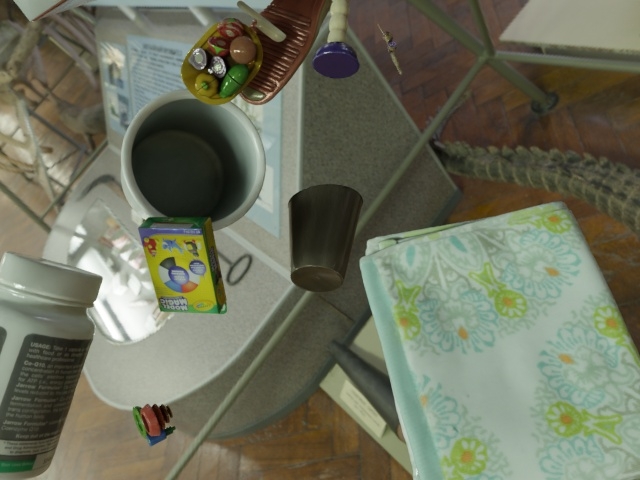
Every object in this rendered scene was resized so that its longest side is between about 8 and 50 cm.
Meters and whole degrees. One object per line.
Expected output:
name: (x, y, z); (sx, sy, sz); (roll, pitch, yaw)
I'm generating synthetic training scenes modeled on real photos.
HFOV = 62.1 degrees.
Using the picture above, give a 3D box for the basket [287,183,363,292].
basket: (0.000, 0.000, 1.307); (0.204, 0.154, 0.226); (-12, 52, 27)

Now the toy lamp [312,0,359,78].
toy lamp: (0.032, -0.388, 0.803); (0.080, 0.080, 0.274); (-8, 73, 37)

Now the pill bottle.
pill bottle: (-0.530, 0.214, 0.947); (0.204, 0.204, 0.361); (9, 80, 45)

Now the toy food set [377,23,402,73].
toy food set: (0.180, -0.487, 1.339); (0.019, 0.122, 0.078); (-26, 47, 11)

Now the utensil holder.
utensil holder: (-0.353, -0.181, 1.377); (0.327, 0.328, 0.385); (-58, 20, -13)

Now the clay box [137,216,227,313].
clay box: (-0.261, 0.063, 1.030); (0.127, 0.222, 0.053); (1, 28, 11)

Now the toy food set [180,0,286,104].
toy food set: (-0.184, -0.365, 1.046); (0.218, 0.128, 0.071); (-45, 12, 11)

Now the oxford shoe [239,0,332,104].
oxford shoe: (-0.053, -0.470, 1.177); (0.140, 0.146, 0.397); (30, 94, 8)

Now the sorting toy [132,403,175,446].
sorting toy: (-0.243, 0.266, 0.786); (0.102, 0.042, 0.061); (-29, 82, 56)

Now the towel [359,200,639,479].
towel: (0.242, 0.139, 0.707); (0.321, 0.090, 0.374); (-12, 66, 0)

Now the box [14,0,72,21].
box: (-0.354, -0.492, 0.821); (0.215, 0.168, 0.345); (-26, 28, 13)
